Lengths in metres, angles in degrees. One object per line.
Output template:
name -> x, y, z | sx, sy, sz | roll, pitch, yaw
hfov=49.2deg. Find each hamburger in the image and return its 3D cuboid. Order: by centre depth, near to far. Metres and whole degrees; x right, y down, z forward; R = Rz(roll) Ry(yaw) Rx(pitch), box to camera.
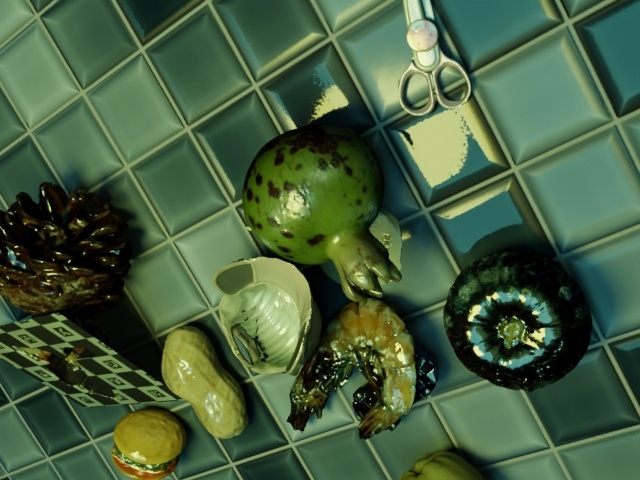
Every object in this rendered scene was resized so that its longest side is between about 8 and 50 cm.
hamburger -> -0.373, 0.439, 1.509 | 0.162, 0.162, 0.115 | 26, 117, 10

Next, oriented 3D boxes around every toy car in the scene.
toy car -> 0.140, 0.276, 1.308 | 0.103, 0.063, 0.216 | 40, 127, 8

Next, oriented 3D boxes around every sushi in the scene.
sushi -> -0.505, 0.239, 1.464 | 0.359, 0.064, 0.343 | -13, 135, 36

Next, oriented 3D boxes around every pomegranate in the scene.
pomegranate -> -0.001, -0.034, 1.142 | 0.242, 0.242, 0.305 | -18, 82, 25

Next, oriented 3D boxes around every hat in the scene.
hat -> -0.077, 0.124, 1.256 | 0.232, 0.161, 0.275 | 43, 147, 15

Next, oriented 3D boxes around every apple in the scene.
apple -> 0.233, 0.496, 1.289 | 0.200, 0.200, 0.200 | 7, 111, 18

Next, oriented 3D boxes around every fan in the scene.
fan -> 0.000, 0.000, 1.292 | 0.310, 0.010, 0.182 | 8, 111, 17

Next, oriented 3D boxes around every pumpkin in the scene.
pumpkin -> 0.317, 0.131, 1.133 | 0.233, 0.163, 0.233 | 4, 101, 19

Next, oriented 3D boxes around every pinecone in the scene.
pinecone -> -0.510, 0.022, 1.352 | 0.298, 0.242, 0.296 | 18, 128, -33

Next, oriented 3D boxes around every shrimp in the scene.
shrimp -> 0.053, 0.270, 1.291 | 0.233, 0.071, 0.365 | 52, 123, 32

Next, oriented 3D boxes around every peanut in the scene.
peanut -> -0.240, 0.294, 1.425 | 0.124, 0.123, 0.256 | -27, 97, 26

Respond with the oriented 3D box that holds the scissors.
scissors -> 0.165, -0.321, 1.103 | 0.118, 0.030, 0.242 | -7, 108, 22
